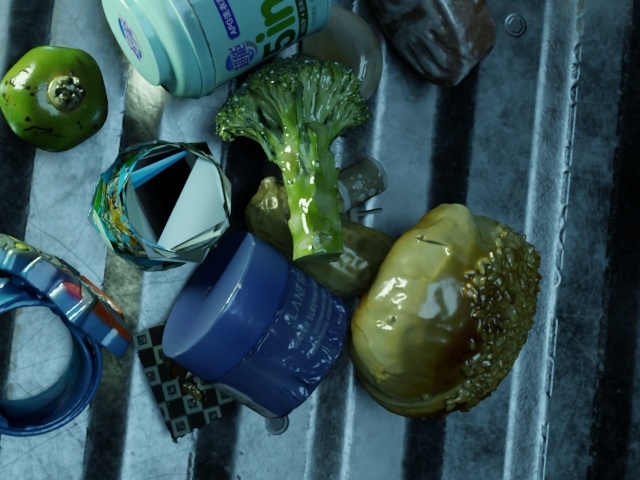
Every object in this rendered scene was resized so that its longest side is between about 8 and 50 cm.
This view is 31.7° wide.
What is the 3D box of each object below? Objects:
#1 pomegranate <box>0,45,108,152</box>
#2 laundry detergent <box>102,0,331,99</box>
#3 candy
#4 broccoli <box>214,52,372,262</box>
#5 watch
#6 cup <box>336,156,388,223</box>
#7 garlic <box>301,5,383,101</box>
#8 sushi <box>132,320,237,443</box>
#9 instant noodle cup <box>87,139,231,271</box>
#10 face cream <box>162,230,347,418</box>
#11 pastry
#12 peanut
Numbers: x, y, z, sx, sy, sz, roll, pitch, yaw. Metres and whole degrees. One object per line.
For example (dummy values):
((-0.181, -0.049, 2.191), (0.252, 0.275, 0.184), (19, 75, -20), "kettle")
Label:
((-0.423, -0.235, 1.822), (0.179, 0.209, 0.180), (1, 87, -22), "pomegranate")
((-0.185, -0.404, 1.868), (0.305, 0.287, 0.287), (-33, 98, -17), "laundry detergent")
((0.197, -0.424, 2.031), (0.157, 0.214, 0.290), (-36, 99, -22), "candy")
((-0.047, -0.135, 1.871), (0.252, 0.221, 0.361), (27, 52, -26), "broccoli")
((-0.483, 0.149, 1.780), (0.305, 0.241, 0.274), (38, 87, -25), "watch")
((0.073, -0.090, 2.048), (0.099, 0.074, 0.102), (-28, 91, -18), "cup")
((0.035, -0.356, 2.049), (0.148, 0.128, 0.267), (-5, 79, -30), "garlic")
((-0.239, 0.234, 1.954), (0.139, 0.031, 0.201), (-23, 94, -32), "sushi")
((-0.256, -0.064, 1.887), (0.240, 0.178, 0.240), (1, 88, -17), "instant noodle cup")
((-0.105, 0.143, 1.885), (0.225, 0.249, 0.249), (35, 78, -22), "face cream")
((0.226, 0.129, 1.933), (0.245, 0.409, 0.410), (28, 77, 24), "pastry")
((-0.002, 0.010, 1.988), (0.291, 0.143, 0.159), (30, 89, -9), "peanut")
